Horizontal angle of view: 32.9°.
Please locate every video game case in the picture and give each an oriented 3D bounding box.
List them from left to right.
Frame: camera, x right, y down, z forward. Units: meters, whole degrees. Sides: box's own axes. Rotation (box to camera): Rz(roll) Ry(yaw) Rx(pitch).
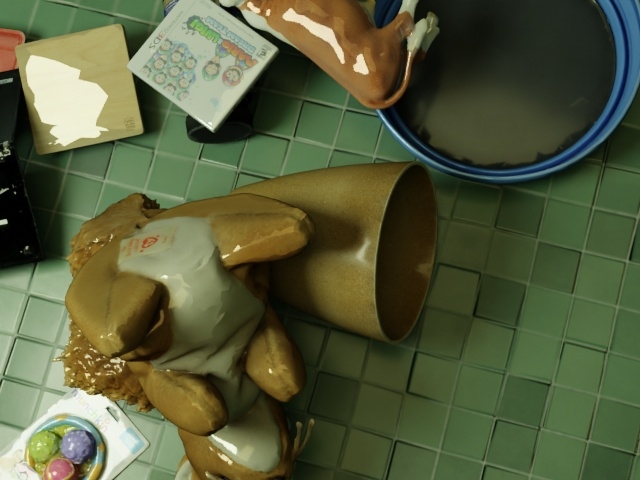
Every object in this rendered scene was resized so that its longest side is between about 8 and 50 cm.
[{"bbox_3d":[-0.159,-0.245,1.467,0.157,0.019,0.143,37,85,12],"label":"video game case"}]

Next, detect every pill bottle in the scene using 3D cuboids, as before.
[{"bbox_3d":[-0.154,-0.255,1.542,0.123,0.123,0.219,-8,77,5],"label":"pill bottle"}]

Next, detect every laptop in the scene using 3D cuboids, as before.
[{"bbox_3d":[-0.523,-0.090,1.561,0.234,0.136,0.264,-11,103,5],"label":"laptop"}]

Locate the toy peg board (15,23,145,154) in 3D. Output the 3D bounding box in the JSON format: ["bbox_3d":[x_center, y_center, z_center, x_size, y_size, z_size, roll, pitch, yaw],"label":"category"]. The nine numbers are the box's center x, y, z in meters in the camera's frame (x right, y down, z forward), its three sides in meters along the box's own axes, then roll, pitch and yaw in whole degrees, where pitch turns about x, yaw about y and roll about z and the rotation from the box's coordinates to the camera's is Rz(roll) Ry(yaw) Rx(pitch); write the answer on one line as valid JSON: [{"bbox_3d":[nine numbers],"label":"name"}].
[{"bbox_3d":[-0.343,-0.219,1.591,0.161,0.079,0.160,-11,93,5],"label":"toy peg board"}]

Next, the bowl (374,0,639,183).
[{"bbox_3d":[0.251,-0.263,1.520,0.391,0.077,0.391,-1,78,6],"label":"bowl"}]

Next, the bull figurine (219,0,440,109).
[{"bbox_3d":[0.011,-0.314,1.462,0.310,0.101,0.188,42,84,2],"label":"bull figurine"}]

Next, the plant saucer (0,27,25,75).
[{"bbox_3d":[-0.581,-0.200,1.620,0.258,0.048,0.259,9,79,9],"label":"plant saucer"}]

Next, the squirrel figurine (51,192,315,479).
[{"bbox_3d":[-0.165,0.143,1.386,0.281,0.370,0.397,-36,34,-26],"label":"squirrel figurine"}]

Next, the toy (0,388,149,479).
[{"bbox_3d":[-0.370,0.309,1.487,0.237,0.056,0.137,-42,78,-3],"label":"toy"}]

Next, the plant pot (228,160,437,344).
[{"bbox_3d":[0.000,0.000,1.439,0.254,0.237,0.237,8,79,24],"label":"plant pot"}]
